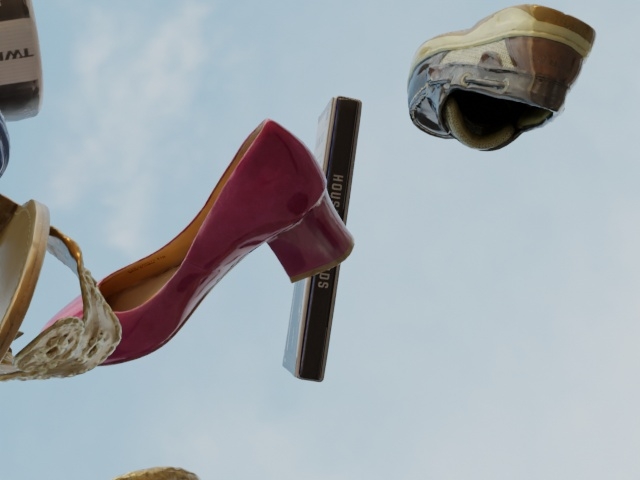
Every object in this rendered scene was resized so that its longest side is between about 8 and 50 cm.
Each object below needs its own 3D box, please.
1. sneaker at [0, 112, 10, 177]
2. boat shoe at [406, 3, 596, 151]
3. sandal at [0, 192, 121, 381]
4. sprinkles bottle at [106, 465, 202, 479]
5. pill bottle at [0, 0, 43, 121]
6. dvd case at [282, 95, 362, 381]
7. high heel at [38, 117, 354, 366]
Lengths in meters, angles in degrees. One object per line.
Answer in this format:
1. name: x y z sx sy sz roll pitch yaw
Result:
1. sneaker: -0.312 -0.043 0.896 0.296 0.131 0.112 6 -59 -21
2. boat shoe: 0.072 -0.066 0.768 0.056 0.152 0.049 23 -105 -11
3. sandal: -0.135 0.029 0.834 0.079 0.240 0.088 30 -89 -20
4. sprinkles bottle: -0.085 0.341 1.206 0.121 0.121 0.355 -5 -125 -31
5. pill bottle: -0.335 -0.135 1.225 0.245 0.130 0.130 -11 -78 -16
6. dvd case: 0.000 0.000 1.479 0.029 0.179 0.239 9 -92 -4
7. high heel: -0.105 0.004 1.132 0.117 0.244 0.082 58 -157 -33
